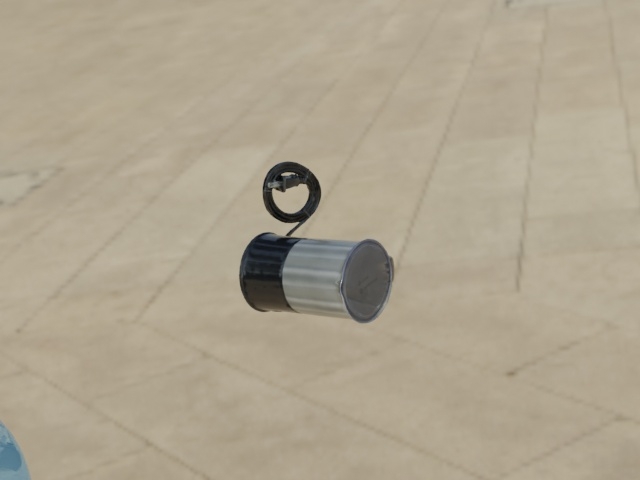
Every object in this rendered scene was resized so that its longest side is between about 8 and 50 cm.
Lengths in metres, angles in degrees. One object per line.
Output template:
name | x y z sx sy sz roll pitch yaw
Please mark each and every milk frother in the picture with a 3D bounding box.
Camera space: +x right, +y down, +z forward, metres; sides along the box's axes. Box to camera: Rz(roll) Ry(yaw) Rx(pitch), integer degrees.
milk frother | 0.000 0.000 1.327 0.135 0.143 0.129 4 27 37

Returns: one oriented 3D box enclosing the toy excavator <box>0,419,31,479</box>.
toy excavator | -0.317 0.277 0.981 0.445 0.432 0.222 23 -1 28
